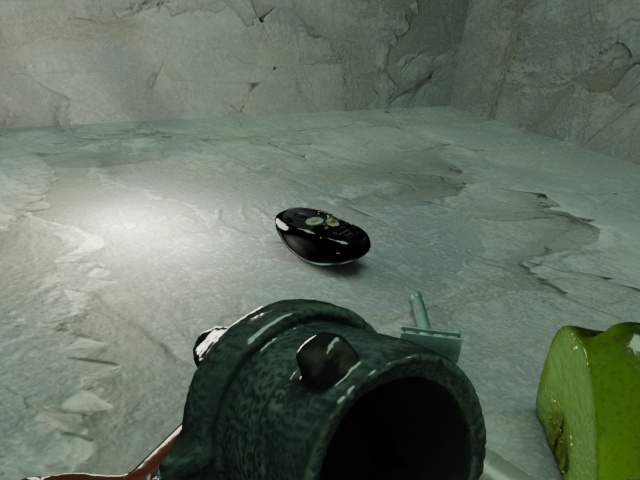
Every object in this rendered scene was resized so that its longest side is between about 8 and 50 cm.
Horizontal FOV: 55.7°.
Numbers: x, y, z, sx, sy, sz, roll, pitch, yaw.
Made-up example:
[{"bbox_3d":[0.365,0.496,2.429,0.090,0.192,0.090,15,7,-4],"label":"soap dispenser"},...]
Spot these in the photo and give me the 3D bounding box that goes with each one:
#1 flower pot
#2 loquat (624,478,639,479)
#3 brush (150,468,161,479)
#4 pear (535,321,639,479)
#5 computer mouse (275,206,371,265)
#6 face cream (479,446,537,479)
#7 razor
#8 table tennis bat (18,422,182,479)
[{"bbox_3d":[-0.017,0.209,0.660,0.299,0.298,0.283,-10,11,-33],"label":"flower pot"},{"bbox_3d":[0.350,0.342,0.605,0.214,0.213,0.246,8,-18,3],"label":"loquat"},{"bbox_3d":[-0.147,0.260,0.730,0.070,0.021,0.196,23,29,3],"label":"brush"},{"bbox_3d":[0.406,0.225,0.809,0.160,0.292,0.292,-1,24,6],"label":"pear"},{"bbox_3d":[0.000,0.000,1.379,0.233,0.096,0.137,26,35,28],"label":"computer mouse"},{"bbox_3d":[0.205,0.305,0.772,0.250,0.077,0.077,28,32,37],"label":"face cream"},{"bbox_3d":[0.191,0.149,1.147,0.106,0.068,0.232,7,19,-1],"label":"razor"},{"bbox_3d":[-0.260,0.330,0.637,0.268,0.051,0.415,21,30,23],"label":"table tennis bat"}]
